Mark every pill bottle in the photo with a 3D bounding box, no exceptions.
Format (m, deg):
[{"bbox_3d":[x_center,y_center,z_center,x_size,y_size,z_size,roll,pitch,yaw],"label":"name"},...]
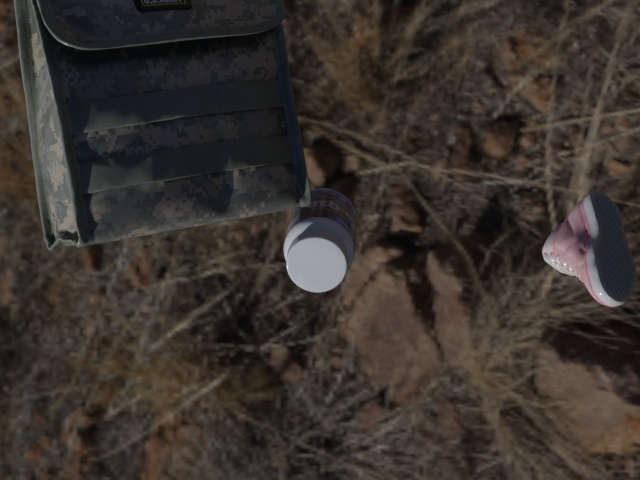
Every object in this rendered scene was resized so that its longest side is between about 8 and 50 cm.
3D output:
[{"bbox_3d":[0.000,0.000,1.338,0.078,0.078,0.137,-62,8,22],"label":"pill bottle"}]

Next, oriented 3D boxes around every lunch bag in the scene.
[{"bbox_3d":[-0.155,-0.151,1.147,0.169,0.235,0.287,-6,93,65],"label":"lunch bag"}]

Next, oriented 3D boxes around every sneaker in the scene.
[{"bbox_3d":[0.235,0.021,1.070,0.070,0.051,0.134,-45,25,35],"label":"sneaker"}]
